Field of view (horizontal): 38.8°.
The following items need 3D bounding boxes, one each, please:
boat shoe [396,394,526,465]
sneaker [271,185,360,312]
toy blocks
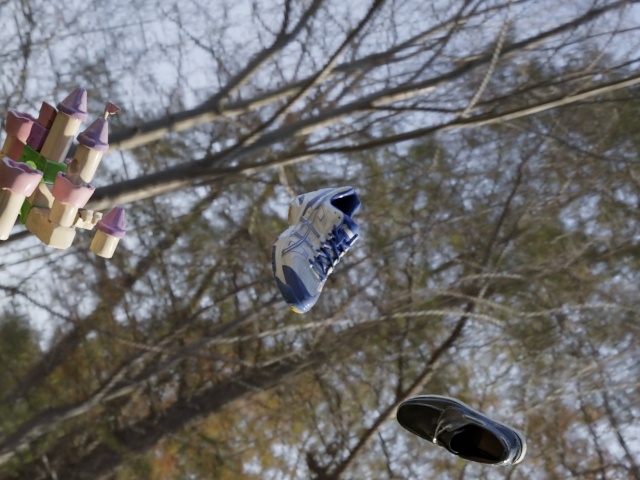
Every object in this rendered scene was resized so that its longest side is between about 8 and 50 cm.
[{"bbox_3d":[0.224,0.318,1.526,0.233,0.079,0.084,15,-78,34],"label":"boat shoe"},{"bbox_3d":[0.000,0.000,1.648,0.131,0.296,0.112,-18,-51,25],"label":"sneaker"},{"bbox_3d":[-0.458,-0.151,1.575,0.289,0.309,0.260,31,-80,38],"label":"toy blocks"}]
